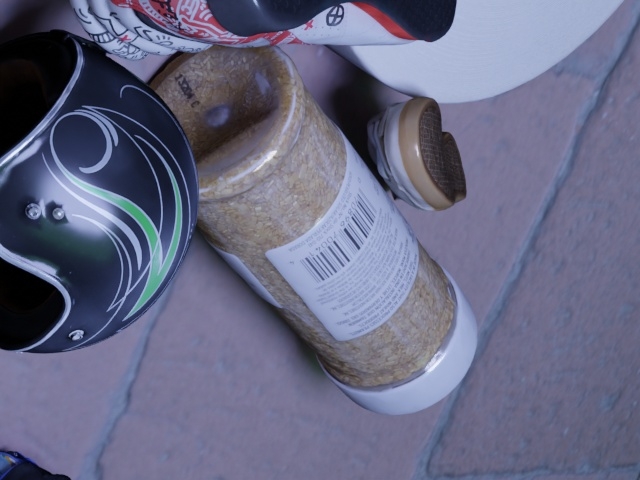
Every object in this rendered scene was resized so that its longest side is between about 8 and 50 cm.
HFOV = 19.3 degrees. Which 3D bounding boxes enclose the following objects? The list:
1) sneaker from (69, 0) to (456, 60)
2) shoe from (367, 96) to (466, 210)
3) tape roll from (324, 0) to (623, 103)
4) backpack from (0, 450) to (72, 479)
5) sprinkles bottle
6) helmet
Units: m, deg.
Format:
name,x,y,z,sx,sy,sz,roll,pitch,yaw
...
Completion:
name,x,y,z,sx,sy,sz,roll,pitch,yaw
sneaker,-0.032,-0.155,1.113,0.270,0.145,0.090,-13,101,-59
shoe,0.064,-0.053,1.336,0.219,0.058,0.076,27,55,-79
tape roll,0.131,-0.279,1.281,0.392,0.072,0.392,-27,136,-31
backpack,-0.196,0.248,1.305,0.158,0.117,0.173,-49,143,-7
sprinkles bottle,0.000,0.000,1.318,0.121,0.121,0.355,-48,143,-7
helmet,-0.152,-0.021,1.101,0.169,0.169,0.161,-44,127,-13
